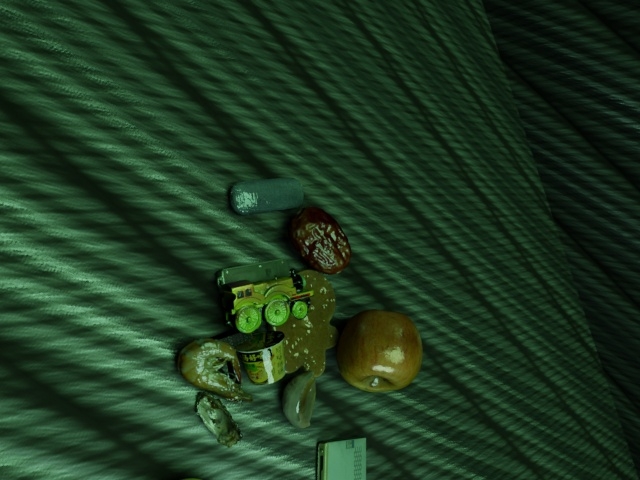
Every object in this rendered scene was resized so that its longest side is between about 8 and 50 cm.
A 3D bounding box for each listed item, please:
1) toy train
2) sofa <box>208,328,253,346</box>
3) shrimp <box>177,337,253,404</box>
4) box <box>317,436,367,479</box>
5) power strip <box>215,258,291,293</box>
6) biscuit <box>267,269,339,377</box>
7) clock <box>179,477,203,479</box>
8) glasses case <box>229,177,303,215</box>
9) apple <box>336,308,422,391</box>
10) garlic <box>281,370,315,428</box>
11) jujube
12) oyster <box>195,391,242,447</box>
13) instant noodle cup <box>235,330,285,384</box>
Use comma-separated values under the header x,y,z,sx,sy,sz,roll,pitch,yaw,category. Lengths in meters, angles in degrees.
x,y,z,sx,sy,sz,roll,pitch,yaw,category
-0.156,0.179,1.442,0.296,0.100,0.161,-9,97,-35,toy train
-0.267,0.292,1.419,0.117,0.060,0.039,-15,98,-40,sofa
-0.278,0.375,1.367,0.287,0.063,0.152,42,86,-30,shrimp
0.075,0.806,1.597,0.210,0.045,0.271,10,75,-37,box
-0.211,0.112,1.507,0.272,0.052,0.078,-9,87,-39,power strip
-0.053,0.273,1.599,0.275,0.052,0.355,15,70,-34,biscuit
-0.368,0.743,1.249,0.236,0.057,0.237,7,77,-36,clock
-0.172,-0.149,1.581,0.282,0.067,0.109,-12,91,-41,glasses case
0.203,0.367,1.637,0.299,0.299,0.275,29,55,-31,apple
-0.070,0.511,1.502,0.101,0.087,0.196,-4,101,-33,garlic
0.000,0.000,1.624,0.250,0.174,0.174,51,55,-16,jujube
-0.285,0.496,1.340,0.177,0.105,0.056,37,34,14,oyster
-0.170,0.354,1.434,0.151,0.151,0.122,-18,100,-39,instant noodle cup
